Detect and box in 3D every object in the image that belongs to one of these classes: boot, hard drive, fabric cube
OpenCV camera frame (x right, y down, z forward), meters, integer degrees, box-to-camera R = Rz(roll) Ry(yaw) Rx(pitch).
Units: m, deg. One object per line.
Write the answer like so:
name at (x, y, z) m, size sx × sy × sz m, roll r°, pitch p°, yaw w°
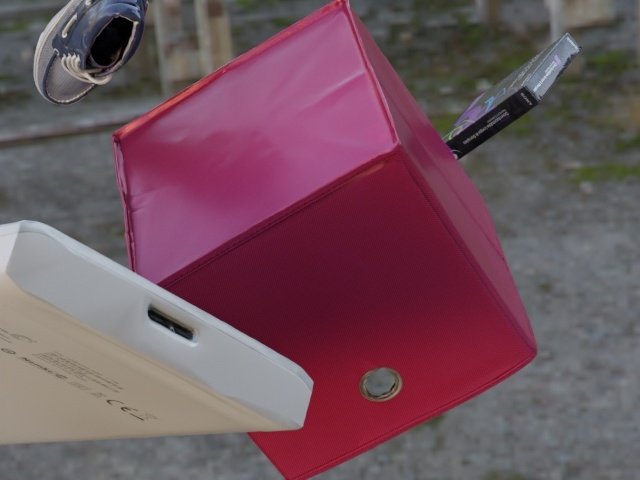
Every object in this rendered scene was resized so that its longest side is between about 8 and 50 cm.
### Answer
boot at (-0.203, -0.163, 1.452) m, size 0.069 × 0.190 × 0.086 m, roll 18°, pitch 46°, yaw -19°
hard drive at (-0.207, 0.073, 1.101) m, size 0.233 × 0.047 × 0.353 m, roll 32°, pitch -28°, yaw -36°
fabric cube at (0.000, 0.000, 1.446) m, size 0.254 × 0.258 × 0.259 m, roll -28°, pitch 36°, yaw 11°

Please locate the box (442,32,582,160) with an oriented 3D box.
box at (0.200, -0.150, 1.808) m, size 0.162 × 0.029 × 0.116 m, roll -33°, pitch 12°, yaw 47°
